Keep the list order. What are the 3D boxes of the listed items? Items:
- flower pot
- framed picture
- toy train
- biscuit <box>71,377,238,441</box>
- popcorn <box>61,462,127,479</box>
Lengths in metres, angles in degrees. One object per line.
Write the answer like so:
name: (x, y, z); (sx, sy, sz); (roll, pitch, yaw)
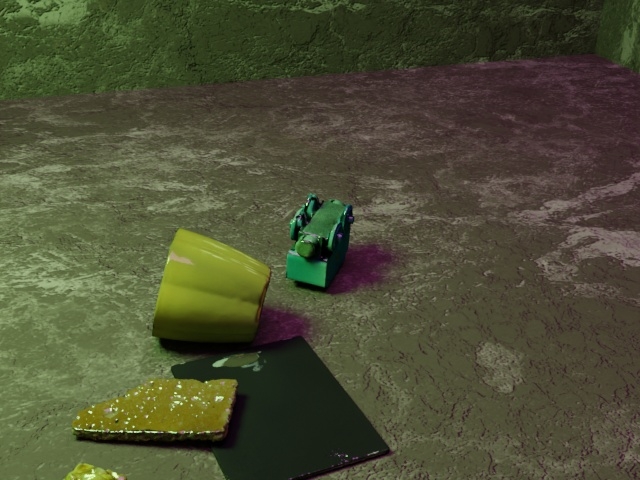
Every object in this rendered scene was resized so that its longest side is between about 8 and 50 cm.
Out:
flower pot: (-0.186, 0.091, 1.508); (0.179, 0.195, 0.195); (13, 28, -5)
framed picture: (-0.074, 0.262, 1.361); (0.244, 0.013, 0.324); (-10, 30, -23)
toy train: (0.000, 0.000, 1.709); (0.107, 0.154, 0.198); (13, 31, 13)
biscuit: (-0.251, 0.260, 1.326); (0.237, 0.026, 0.131); (-1, 27, 5)
popcorn: (-0.283, 0.339, 1.100); (0.106, 0.120, 0.116); (-3, 59, -33)
